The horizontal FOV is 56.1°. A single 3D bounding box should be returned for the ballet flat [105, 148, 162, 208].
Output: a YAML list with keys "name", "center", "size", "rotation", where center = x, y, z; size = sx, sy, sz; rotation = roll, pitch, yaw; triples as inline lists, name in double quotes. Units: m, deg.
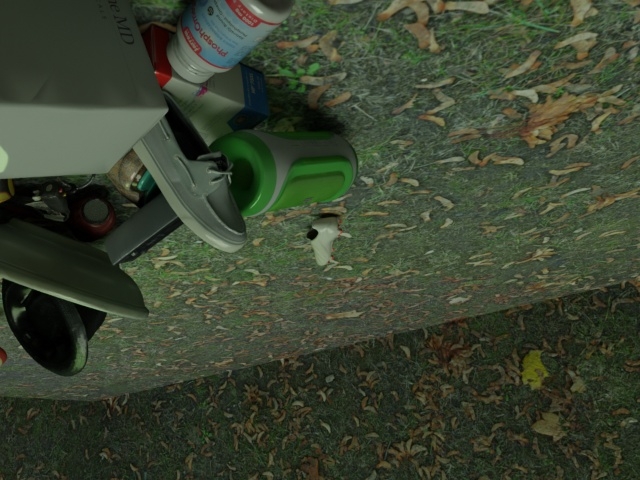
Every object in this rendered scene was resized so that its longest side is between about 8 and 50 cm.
- name: "ballet flat"
  center: [-0.300, -0.123, 0.963]
  size: [0.106, 0.107, 0.316]
  rotation: [31, 169, -8]

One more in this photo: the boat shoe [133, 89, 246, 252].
- name: "boat shoe"
  center: [-0.159, -0.089, 0.769]
  size: [0.081, 0.227, 0.079]
  rotation: [-34, -174, 28]

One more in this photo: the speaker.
- name: "speaker"
  center: [-0.050, -0.111, 0.939]
  size: [0.131, 0.131, 0.296]
  rotation: [-21, 178, 30]

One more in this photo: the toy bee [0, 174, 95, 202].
- name: "toy bee"
  center: [-0.514, -0.103, 0.870]
  size: [0.298, 0.162, 0.195]
  rotation: [-17, 114, 2]

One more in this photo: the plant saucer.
- name: "plant saucer"
  center: [-0.511, 0.040, 1.171]
  size: [0.401, 0.100, 0.400]
  rotation: [21, 172, 3]

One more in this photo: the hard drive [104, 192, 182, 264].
- name: "hard drive"
  center: [-0.251, -0.054, 1.041]
  size: [0.255, 0.054, 0.172]
  rotation: [-37, -176, -4]

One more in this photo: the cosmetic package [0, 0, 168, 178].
- name: "cosmetic package"
  center: [-0.360, -0.173, 0.536]
  size: [0.385, 0.217, 0.156]
  rotation: [-15, 169, -47]

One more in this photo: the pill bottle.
- name: "pill bottle"
  center: [-0.114, -0.257, 0.715]
  size: [0.087, 0.087, 0.160]
  rotation: [13, 150, -42]

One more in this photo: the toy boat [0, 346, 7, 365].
- name: "toy boat"
  center: [-0.970, 0.262, 1.682]
  size: [0.151, 0.151, 0.231]
  rotation: [-18, 114, 25]

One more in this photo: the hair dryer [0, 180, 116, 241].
- name: "hair dryer"
  center: [-0.499, -0.064, 1.133]
  size: [0.224, 0.080, 0.293]
  rotation: [9, 161, 16]

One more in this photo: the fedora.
- name: "fedora"
  center: [-0.635, 0.173, 1.484]
  size: [0.334, 0.334, 0.152]
  rotation: [-28, -176, 41]

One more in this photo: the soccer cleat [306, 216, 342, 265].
- name: "soccer cleat"
  center: [0.000, 0.000, 1.454]
  size: [0.076, 0.068, 0.196]
  rotation: [1, 150, -10]

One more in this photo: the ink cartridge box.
- name: "ink cartridge box"
  center: [-0.203, -0.205, 0.829]
  size: [0.231, 0.078, 0.134]
  rotation: [13, 150, -43]
